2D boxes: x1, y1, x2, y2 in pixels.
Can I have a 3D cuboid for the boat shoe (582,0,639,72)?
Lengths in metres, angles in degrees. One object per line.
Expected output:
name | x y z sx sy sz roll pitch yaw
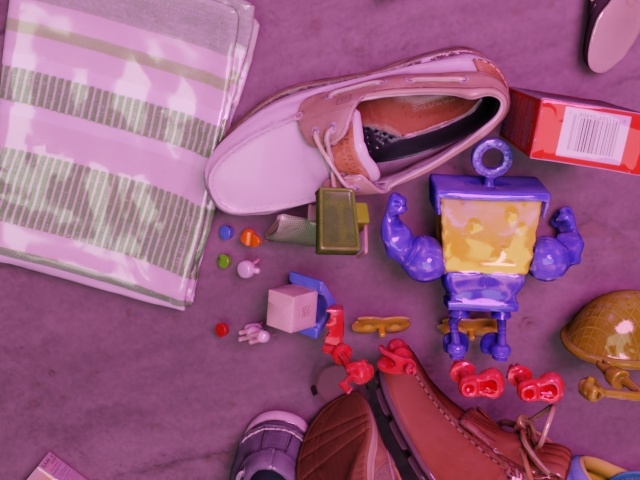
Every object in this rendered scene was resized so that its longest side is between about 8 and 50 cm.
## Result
boat shoe | 0.272 -0.222 0.764 0.049 0.042 0.133 6 109 -23

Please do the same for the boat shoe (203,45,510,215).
boat shoe | 0.027 -0.097 0.772 0.302 0.103 0.113 -24 113 7

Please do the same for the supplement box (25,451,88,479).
supplement box | -0.298 0.301 0.959 0.098 0.036 0.062 39 104 -6

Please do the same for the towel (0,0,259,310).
towel | -0.212 -0.105 0.838 0.248 0.038 0.324 15 106 1

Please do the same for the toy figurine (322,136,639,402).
toy figurine | 0.184 0.015 0.768 0.363 0.191 0.217 1 101 3

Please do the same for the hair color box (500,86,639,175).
hair color box | 0.220 -0.100 0.735 0.093 0.167 0.053 9 105 2

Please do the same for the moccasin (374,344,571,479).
moccasin | 0.196 0.238 0.788 0.147 0.139 0.380 -43 57 -1

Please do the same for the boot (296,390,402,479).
boot | 0.077 0.294 0.838 0.095 0.262 0.203 -37 118 13

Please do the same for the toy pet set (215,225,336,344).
toy pet set | -0.046 0.050 0.869 0.114 0.065 0.122 15 107 37

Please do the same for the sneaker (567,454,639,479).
sneaker | 0.318 0.368 0.882 0.208 0.127 0.319 -37 100 15

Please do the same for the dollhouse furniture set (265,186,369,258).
dollhouse furniture set | 0.000 0.000 0.786 0.076 0.152 0.058 2 75 -16

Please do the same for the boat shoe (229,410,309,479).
boat shoe | -0.066 0.351 0.921 0.116 0.099 0.319 8 107 1
